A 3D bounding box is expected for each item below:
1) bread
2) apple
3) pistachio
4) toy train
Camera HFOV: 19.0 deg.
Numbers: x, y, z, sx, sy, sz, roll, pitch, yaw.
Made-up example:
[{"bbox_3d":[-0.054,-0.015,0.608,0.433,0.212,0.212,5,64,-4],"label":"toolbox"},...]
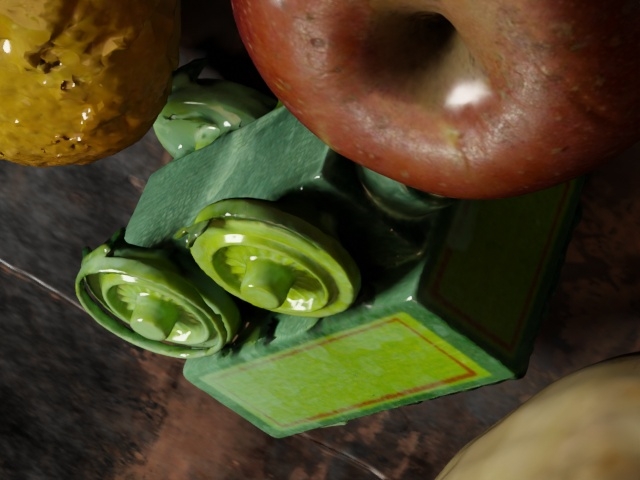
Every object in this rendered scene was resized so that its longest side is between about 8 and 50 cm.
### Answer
[{"bbox_3d":[-0.170,-0.136,0.938,0.240,0.139,0.240,21,149,13],"label":"bread"},{"bbox_3d":[0.061,-0.116,0.769,0.201,0.162,0.201,13,137,13],"label":"apple"},{"bbox_3d":[0.170,0.179,1.064,0.238,0.229,0.321,7,165,-15],"label":"pistachio"},{"bbox_3d":[0.000,0.000,0.991,0.188,0.159,0.271,36,149,-23],"label":"toy train"}]
